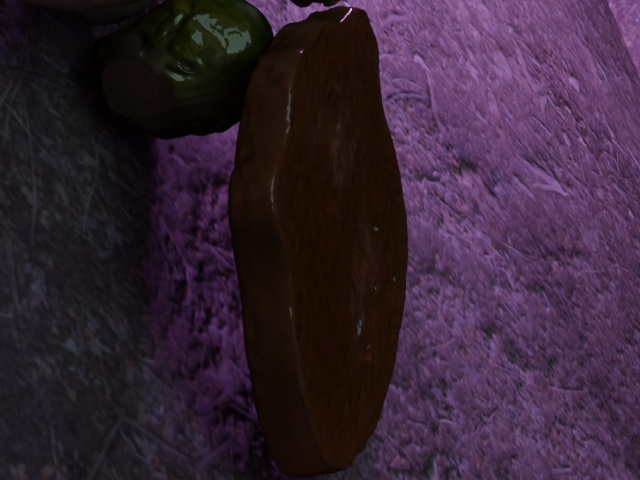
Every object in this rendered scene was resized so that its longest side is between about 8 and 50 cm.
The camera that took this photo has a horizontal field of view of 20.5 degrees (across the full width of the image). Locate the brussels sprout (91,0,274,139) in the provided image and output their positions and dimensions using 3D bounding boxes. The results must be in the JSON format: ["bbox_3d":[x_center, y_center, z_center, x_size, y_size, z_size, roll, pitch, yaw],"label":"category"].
[{"bbox_3d":[-0.106,-0.142,1.465,0.117,0.155,0.155,61,24,-8],"label":"brussels sprout"}]

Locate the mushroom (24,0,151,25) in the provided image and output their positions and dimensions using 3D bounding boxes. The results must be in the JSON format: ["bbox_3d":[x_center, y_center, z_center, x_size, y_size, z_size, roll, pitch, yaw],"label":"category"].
[{"bbox_3d":[-0.186,-0.273,1.398,0.260,0.234,0.254,-31,59,-29],"label":"mushroom"}]

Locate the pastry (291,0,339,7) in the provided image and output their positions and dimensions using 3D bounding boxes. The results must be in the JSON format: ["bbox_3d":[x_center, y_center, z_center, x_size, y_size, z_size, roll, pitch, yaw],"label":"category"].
[{"bbox_3d":[-0.008,-0.303,1.491,0.250,0.102,0.154,76,31,-66],"label":"pastry"}]

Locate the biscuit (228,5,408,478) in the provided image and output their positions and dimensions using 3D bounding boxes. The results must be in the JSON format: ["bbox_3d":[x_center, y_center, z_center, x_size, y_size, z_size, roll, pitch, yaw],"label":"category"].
[{"bbox_3d":[-0.002,0.000,1.492,0.385,0.062,0.365,-63,147,-59],"label":"biscuit"}]
